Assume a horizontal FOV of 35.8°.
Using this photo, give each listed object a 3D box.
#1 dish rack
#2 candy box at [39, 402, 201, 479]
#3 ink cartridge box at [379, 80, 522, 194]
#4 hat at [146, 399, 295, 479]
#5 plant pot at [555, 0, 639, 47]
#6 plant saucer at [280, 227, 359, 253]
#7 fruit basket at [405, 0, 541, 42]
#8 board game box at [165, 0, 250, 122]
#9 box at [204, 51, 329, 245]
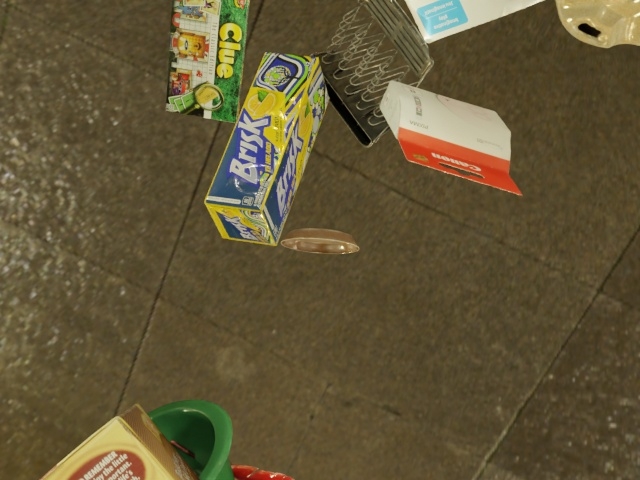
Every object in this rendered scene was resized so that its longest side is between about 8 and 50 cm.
[{"bbox_3d":[0.091,-0.316,1.774,0.208,0.074,0.271,54,152,9],"label":"dish rack"},{"bbox_3d":[-0.078,0.274,0.759,0.087,0.183,0.316,-39,89,-9],"label":"candy box"},{"bbox_3d":[0.201,-0.160,1.488,0.189,0.232,0.066,15,110,-14],"label":"ink cartridge box"},{"bbox_3d":[-0.125,0.302,1.134,0.209,0.173,0.183,-5,133,36],"label":"hat"},{"bbox_3d":[0.471,-0.484,1.552,0.334,0.305,0.334,1,152,0],"label":"plant pot"},{"bbox_3d":[0.000,0.000,2.119,0.168,0.168,0.029,2,80,16],"label":"plant saucer"},{"bbox_3d":[0.168,-0.416,1.100,0.327,0.165,0.353,-13,111,38],"label":"fruit basket"},{"bbox_3d":[-0.200,-0.342,1.756,0.136,0.030,0.259,8,118,1],"label":"board game box"},{"bbox_3d":[-0.044,-0.082,0.866,0.054,0.169,0.059,8,150,18],"label":"box"}]
